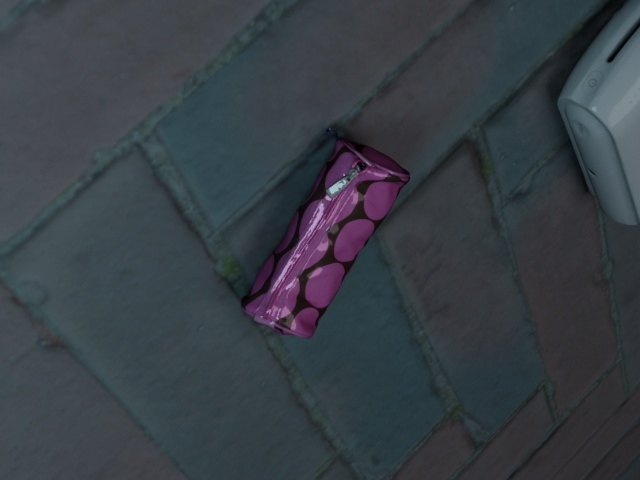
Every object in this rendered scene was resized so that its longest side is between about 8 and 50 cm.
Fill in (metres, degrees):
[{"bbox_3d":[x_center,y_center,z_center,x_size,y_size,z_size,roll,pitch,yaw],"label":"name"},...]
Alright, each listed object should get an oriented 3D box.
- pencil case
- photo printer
[{"bbox_3d":[0.000,0.000,1.126,0.209,0.095,0.098,-61,180,10],"label":"pencil case"},{"bbox_3d":[0.420,-0.186,1.423,0.256,0.107,0.307,-48,146,-6],"label":"photo printer"}]
